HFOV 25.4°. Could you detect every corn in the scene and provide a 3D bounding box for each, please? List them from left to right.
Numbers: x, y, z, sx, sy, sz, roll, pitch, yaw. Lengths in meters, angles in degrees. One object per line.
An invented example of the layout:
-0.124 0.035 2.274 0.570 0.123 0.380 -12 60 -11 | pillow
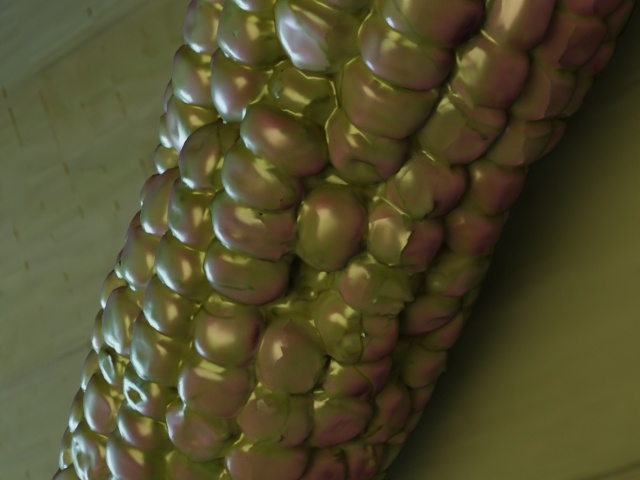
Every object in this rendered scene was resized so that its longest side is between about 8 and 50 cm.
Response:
0.000 0.001 0.440 0.126 0.126 0.335 33 117 28 | corn
